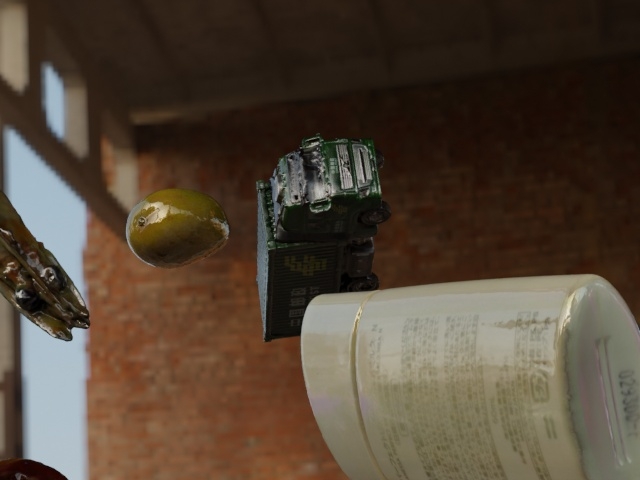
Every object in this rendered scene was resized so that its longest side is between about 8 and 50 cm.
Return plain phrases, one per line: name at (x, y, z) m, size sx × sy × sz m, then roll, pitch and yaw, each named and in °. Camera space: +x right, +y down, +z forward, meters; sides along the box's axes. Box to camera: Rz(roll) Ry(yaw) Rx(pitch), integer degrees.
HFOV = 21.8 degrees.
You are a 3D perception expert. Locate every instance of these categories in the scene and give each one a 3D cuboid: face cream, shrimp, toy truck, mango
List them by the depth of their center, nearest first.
face cream at (0.104, 0.117, 1.242) m, size 0.081 × 0.173 × 0.348 m, roll -12°, pitch 2°, yaw -32°
shrimp at (-0.270, -0.027, 1.250) m, size 0.058 × 0.296 × 0.169 m, roll -40°, pitch -11°, yaw -8°
toy truck at (0.000, 0.000, 1.644) m, size 0.121 × 0.088 × 0.259 m, roll -5°, pitch -32°, yaw -6°
mango at (-0.178, -0.014, 2.152) m, size 0.130 × 0.092 × 0.194 m, roll -29°, pitch -12°, yaw 22°

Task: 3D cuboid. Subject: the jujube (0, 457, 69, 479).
jujube at (-0.304, 0.362, 1.572) m, size 0.216 × 0.216 × 0.342 m, roll 1°, pitch -58°, yaw -15°
